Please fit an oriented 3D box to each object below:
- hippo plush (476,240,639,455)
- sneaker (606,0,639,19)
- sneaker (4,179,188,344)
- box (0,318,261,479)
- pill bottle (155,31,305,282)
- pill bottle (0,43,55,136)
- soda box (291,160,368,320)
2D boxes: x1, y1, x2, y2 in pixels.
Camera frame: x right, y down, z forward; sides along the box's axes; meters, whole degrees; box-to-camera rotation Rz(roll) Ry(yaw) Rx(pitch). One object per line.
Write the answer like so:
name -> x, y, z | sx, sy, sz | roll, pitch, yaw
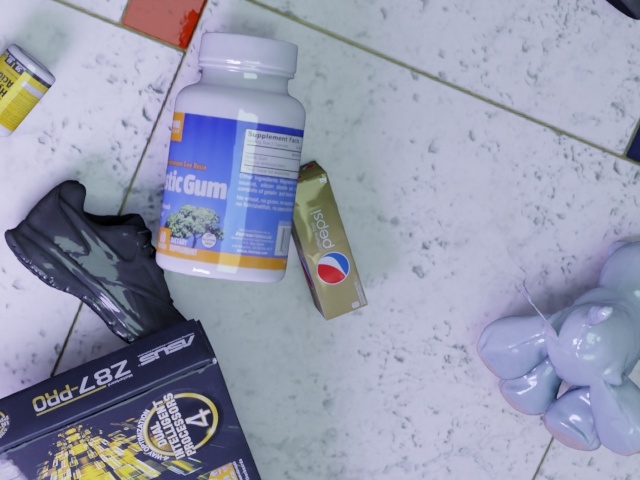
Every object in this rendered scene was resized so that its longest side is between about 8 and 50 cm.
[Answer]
hippo plush -> 0.349, 0.098, 1.949 | 0.236, 0.234, 0.294 | -47, 132, -31
sneaker -> 0.336, -0.399, 1.834 | 0.270, 0.090, 0.145 | 39, 92, -25
sneaker -> -0.225, 0.042, 1.803 | 0.286, 0.109, 0.130 | 41, 82, -26
box -> -0.227, 0.313, 1.826 | 0.318, 0.097, 0.394 | -21, 127, -7
pill bottle -> -0.098, -0.095, 1.759 | 0.152, 0.152, 0.272 | 6, 93, -17
pill bottle -> -0.356, -0.157, 1.726 | 0.065, 0.065, 0.116 | 39, 93, -22
soda box -> 0.000, 0.000, 1.870 | 0.058, 0.061, 0.181 | -21, 110, -8
